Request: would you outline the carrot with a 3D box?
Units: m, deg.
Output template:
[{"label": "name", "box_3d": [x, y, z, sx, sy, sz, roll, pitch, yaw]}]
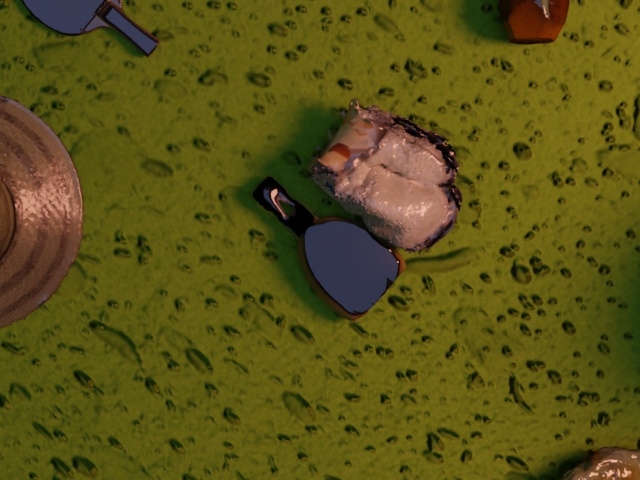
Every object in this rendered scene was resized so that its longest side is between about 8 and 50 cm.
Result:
[{"label": "carrot", "box_3d": [0.205, -0.319, 1.442, 0.070, 0.070, 0.260, -1, 94, -4]}]

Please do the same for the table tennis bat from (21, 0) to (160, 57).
[{"label": "table tennis bat", "box_3d": [-0.222, -0.233, 1.447, 0.158, 0.014, 0.095, 39, 90, -4]}]

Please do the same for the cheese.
[{"label": "cheese", "box_3d": [0.000, 0.000, 1.469, 0.162, 0.036, 0.086, 41, 94, -6]}]

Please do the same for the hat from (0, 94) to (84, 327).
[{"label": "hat", "box_3d": [-0.351, -0.022, 1.409, 0.252, 0.110, 0.252, 0, 95, -4]}]

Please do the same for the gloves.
[{"label": "gloves", "box_3d": [0.070, -0.063, 1.452, 0.153, 0.070, 0.114, 35, 86, -6]}]

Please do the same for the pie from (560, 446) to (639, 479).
[{"label": "pie", "box_3d": [0.314, 0.337, 1.487, 0.274, 0.105, 0.257, 45, 82, -6]}]
